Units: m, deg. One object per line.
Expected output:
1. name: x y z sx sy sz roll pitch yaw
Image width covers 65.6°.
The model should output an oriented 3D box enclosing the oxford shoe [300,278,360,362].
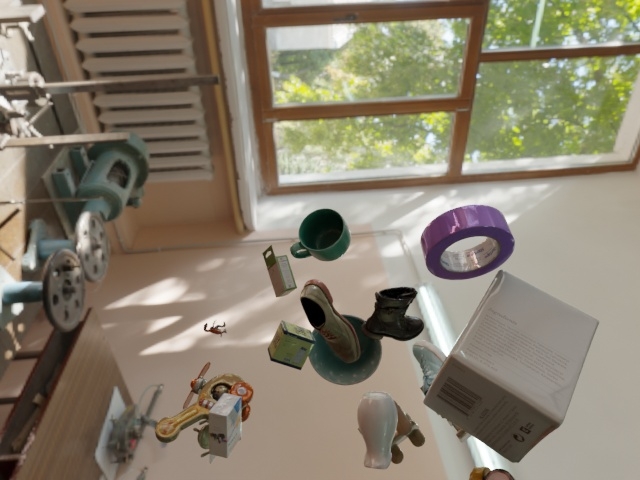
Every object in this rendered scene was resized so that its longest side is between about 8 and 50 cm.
1. oxford shoe: 0.023 0.316 1.794 0.348 0.122 0.130 57 28 -9

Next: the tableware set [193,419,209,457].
1. tableware set: -0.378 0.704 1.838 0.194 0.039 0.129 -3 91 -50

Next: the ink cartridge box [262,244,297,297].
1. ink cartridge box: -0.176 0.129 2.141 0.109 0.062 0.210 -39 -114 55

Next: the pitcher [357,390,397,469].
1. pitcher: 0.186 0.583 1.571 0.177 0.125 0.207 -3 91 -73

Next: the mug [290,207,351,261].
1. mug: 0.005 -0.008 1.353 0.097 0.157 0.130 52 41 -57

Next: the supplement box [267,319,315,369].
1. supplement box: -0.070 0.249 1.184 0.083 0.083 0.056 -63 -159 10

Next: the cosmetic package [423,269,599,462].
1. cosmetic package: 0.576 0.377 1.527 0.394 0.327 0.330 -46 156 -35

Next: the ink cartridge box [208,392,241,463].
1. ink cartridge box: -0.281 0.563 1.475 0.104 0.061 0.182 -44 140 -68

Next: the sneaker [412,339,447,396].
1. sneaker: 0.450 0.539 1.971 0.366 0.150 0.135 45 -32 52

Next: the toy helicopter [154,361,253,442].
1. toy helicopter: -0.423 0.578 1.754 0.235 0.354 0.140 40 -45 30

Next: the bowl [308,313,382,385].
1. bowl: 0.107 0.442 2.135 0.163 0.311 0.312 -60 147 -79

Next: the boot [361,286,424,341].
1. boot: 0.273 0.241 1.672 0.229 0.262 0.091 112 -32 -42

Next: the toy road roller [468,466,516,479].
1. toy road roller: 0.499 0.861 1.500 0.202 0.240 0.330 48 41 -37

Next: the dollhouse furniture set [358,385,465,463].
1. dollhouse furniture set: 0.424 0.845 2.173 0.256 0.394 0.362 51 -3 35

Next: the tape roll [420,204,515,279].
1. tape roll: 0.457 0.012 1.557 0.275 0.274 0.090 90 -5 -51

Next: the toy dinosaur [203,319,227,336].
1. toy dinosaur: -0.338 0.277 1.568 0.090 0.082 0.047 -34 112 -79
